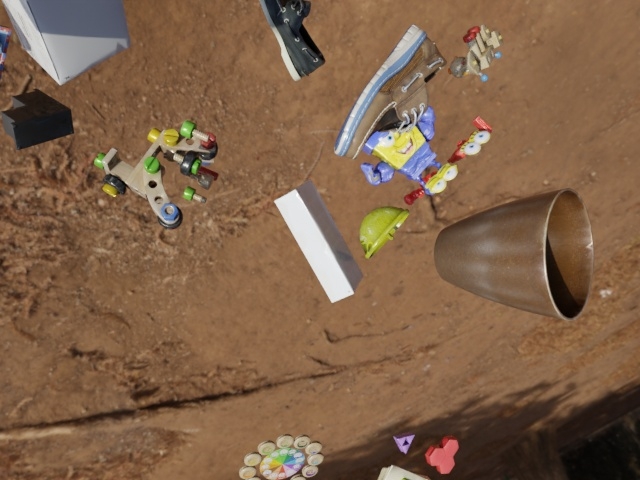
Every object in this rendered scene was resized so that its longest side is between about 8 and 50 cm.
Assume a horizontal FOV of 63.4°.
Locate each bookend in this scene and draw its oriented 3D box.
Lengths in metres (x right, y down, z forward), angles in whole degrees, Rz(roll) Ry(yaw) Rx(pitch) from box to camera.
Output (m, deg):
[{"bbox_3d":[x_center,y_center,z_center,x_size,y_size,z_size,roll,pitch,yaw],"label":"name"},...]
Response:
[{"bbox_3d":[-0.759,-0.318,1.342,0.157,0.156,0.073,-36,148,-44],"label":"bookend"}]

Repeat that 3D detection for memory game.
[{"bbox_3d":[-0.081,0.480,1.105,0.186,0.012,0.186,-9,122,-14],"label":"memory game"}]

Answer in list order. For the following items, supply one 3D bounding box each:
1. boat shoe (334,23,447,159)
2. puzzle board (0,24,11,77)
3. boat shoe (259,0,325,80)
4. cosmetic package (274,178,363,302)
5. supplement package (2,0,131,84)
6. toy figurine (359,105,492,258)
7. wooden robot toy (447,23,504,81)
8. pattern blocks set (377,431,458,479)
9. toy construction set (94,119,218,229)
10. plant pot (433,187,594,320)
[{"bbox_3d":[0.081,-0.150,0.545,0.183,0.066,0.066,-57,-177,-19],"label":"boat shoe"},{"bbox_3d":[-0.358,-0.162,0.468,0.128,0.011,0.097,-6,133,-51],"label":"puzzle board"},{"bbox_3d":[-0.071,-0.557,1.297,0.112,0.127,0.340,-15,139,11],"label":"boat shoe"},{"bbox_3d":[0.000,0.000,1.070,0.060,0.239,0.099,-26,-172,22],"label":"cosmetic package"},{"bbox_3d":[-0.553,-0.513,1.123,0.204,0.145,0.262,-42,172,-24],"label":"supplement package"},{"bbox_3d":[0.144,-0.165,1.068,0.362,0.217,0.191,-47,-177,1],"label":"toy figurine"},{"bbox_3d":[0.255,-0.321,0.899,0.079,0.076,0.173,-16,-152,44],"label":"wooden robot toy"},{"bbox_3d":[0.153,0.554,1.065,0.285,0.026,0.325,16,91,-29],"label":"pattern blocks set"},{"bbox_3d":[-0.394,-0.184,1.265,0.309,0.237,0.258,-89,-158,-83],"label":"toy construction set"},{"bbox_3d":[0.328,0.026,0.922,0.230,0.216,0.215,-2,178,45],"label":"plant pot"}]
